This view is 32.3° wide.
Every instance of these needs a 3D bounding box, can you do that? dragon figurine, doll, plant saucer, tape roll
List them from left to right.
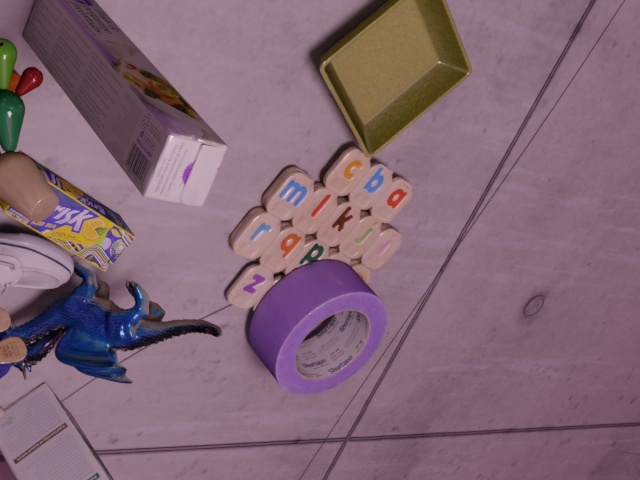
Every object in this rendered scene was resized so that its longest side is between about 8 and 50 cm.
[{"bbox_3d":[-0.390,0.144,1.259,0.046,0.129,0.189,-25,173,-39],"label":"doll"},{"bbox_3d":[-0.256,0.119,1.296,0.085,0.289,0.144,69,41,-68],"label":"dragon figurine"},{"bbox_3d":[-0.002,0.126,1.583,0.189,0.080,0.189,-23,138,-22],"label":"tape roll"},{"bbox_3d":[0.089,-0.227,1.414,0.188,0.045,0.188,-40,140,-6],"label":"plant saucer"}]

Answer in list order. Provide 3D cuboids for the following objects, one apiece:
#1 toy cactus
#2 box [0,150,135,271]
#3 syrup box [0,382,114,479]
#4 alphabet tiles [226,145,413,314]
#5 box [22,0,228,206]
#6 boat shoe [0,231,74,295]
[{"bbox_3d":[-0.323,-0.085,1.094,0.219,0.180,0.112,-53,160,18],"label":"toy cactus"},{"bbox_3d":[-0.290,-0.030,1.252,0.059,0.054,0.169,-48,139,3],"label":"box"},{"bbox_3d":[-0.314,0.298,1.368,0.096,0.237,0.093,-35,140,-12],"label":"syrup box"},{"bbox_3d":[0.000,0.000,1.549,0.278,0.021,0.284,-50,140,10],"label":"alphabet tiles"},{"bbox_3d":[-0.190,-0.143,1.031,0.063,0.324,0.067,9,116,-41],"label":"box"},{"bbox_3d":[-0.374,0.033,1.203,0.226,0.076,0.083,15,144,-38],"label":"boat shoe"}]
